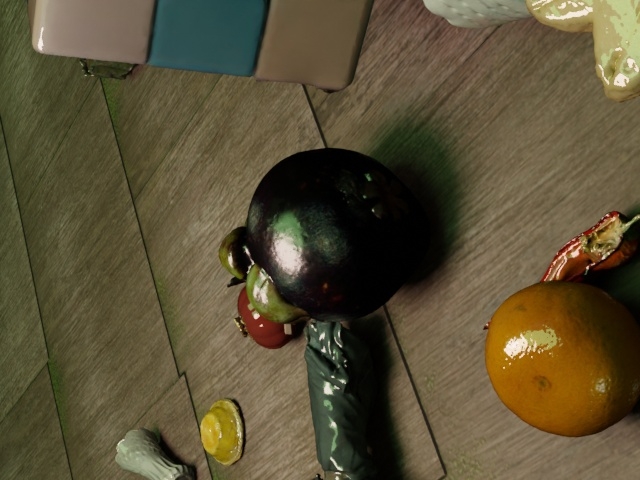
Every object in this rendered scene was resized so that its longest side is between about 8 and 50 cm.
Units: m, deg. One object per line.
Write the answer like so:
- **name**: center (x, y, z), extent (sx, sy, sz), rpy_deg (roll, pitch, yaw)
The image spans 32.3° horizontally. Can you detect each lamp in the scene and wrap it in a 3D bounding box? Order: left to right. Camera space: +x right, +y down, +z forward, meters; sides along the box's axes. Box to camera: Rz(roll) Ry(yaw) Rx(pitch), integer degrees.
- **lamp**: center (-0.074, 0.102, 1.534), extent (0.101, 0.090, 0.101), rpy_deg (63, 176, 7)

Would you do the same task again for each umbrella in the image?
- **umbrella**: center (0.029, 0.211, 1.383), extent (0.143, 0.094, 0.348), rpy_deg (-40, 55, 54)

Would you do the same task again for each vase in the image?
- **vase**: center (-0.264, 0.370, 1.802), extent (0.149, 0.081, 0.081), rpy_deg (23, 107, 48)

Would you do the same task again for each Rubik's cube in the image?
- **Rubik's cube**: center (-0.129, -0.394, 1.177), extent (0.346, 0.347, 0.344), rpy_deg (-121, 40, -53)

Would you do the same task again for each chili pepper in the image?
- **chili pepper**: center (0.257, 0.031, 1.108), extent (0.268, 0.050, 0.059), rpy_deg (-48, 32, 44)

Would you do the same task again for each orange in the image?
- **orange**: center (0.236, 0.110, 1.061), extent (0.156, 0.124, 0.156), rpy_deg (13, 117, 27)

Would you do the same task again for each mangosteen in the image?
- **mangosteen**: center (0.000, 0.000, 1.316), extent (0.243, 0.243, 0.243), rpy_deg (-3, 87, 54)

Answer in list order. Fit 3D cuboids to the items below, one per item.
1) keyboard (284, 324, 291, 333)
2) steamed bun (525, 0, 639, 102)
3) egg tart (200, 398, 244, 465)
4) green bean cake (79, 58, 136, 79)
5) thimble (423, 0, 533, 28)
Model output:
- **keyboard**: center (-0.041, 0.061, 1.478), extent (0.166, 0.017, 0.055), rpy_deg (-94, 4, -61)
- **steamed bun**: center (0.320, -0.261, 0.960), extent (0.292, 0.137, 0.295), rpy_deg (-36, 74, 39)
- **egg tart**: center (-0.153, 0.291, 1.680), extent (0.105, 0.039, 0.105), rpy_deg (-2, 88, 52)
- **green bean cake**: center (-0.354, -0.389, 1.933), extent (0.181, 0.094, 0.173), rpy_deg (-38, 58, 48)
- **thimble**: center (0.175, -0.325, 1.107), extent (0.149, 0.185, 0.211), rpy_deg (-1, 126, 57)
